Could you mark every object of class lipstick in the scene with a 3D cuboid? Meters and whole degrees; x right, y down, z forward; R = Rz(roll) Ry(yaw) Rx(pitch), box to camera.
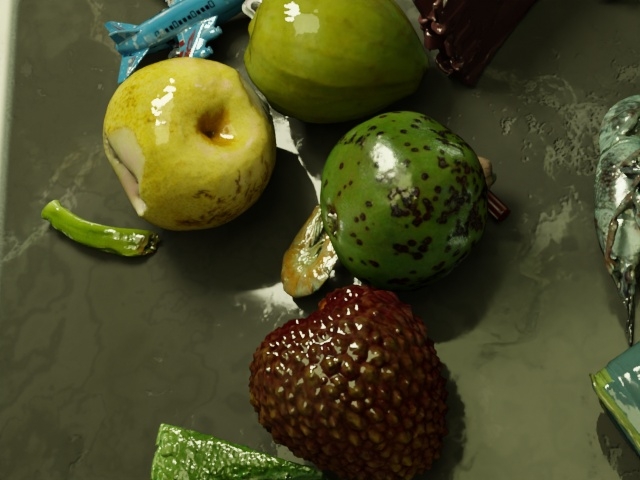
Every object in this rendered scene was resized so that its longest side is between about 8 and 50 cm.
[{"bbox_3d":[0.209,-0.094,1.681,0.027,0.027,0.176,-40,63,-3],"label":"lipstick"}]

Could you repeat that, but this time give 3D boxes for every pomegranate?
[{"bbox_3d":[0.123,-0.054,1.577,0.270,0.254,0.254,-20,59,-32],"label":"pomegranate"}]

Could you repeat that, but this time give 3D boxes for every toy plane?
[{"bbox_3d":[-0.217,-0.353,1.856,0.271,0.105,0.254,-19,66,6],"label":"toy plane"}]

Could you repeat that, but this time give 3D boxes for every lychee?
[{"bbox_3d":[0.049,0.199,1.501,0.271,0.271,0.271,-5,68,13],"label":"lychee"}]

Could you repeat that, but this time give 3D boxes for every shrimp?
[{"bbox_3d":[0.432,-0.046,1.522,0.137,0.172,0.372,-5,61,7],"label":"shrimp"},{"bbox_3d":[0.000,0.000,1.682,0.101,0.042,0.190,5,65,44],"label":"shrimp"}]

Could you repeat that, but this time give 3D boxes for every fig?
[{"bbox_3d":[0.027,-0.280,1.693,0.271,0.239,0.239,18,74,3],"label":"fig"}]

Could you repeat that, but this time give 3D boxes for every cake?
[{"bbox_3d":[-0.107,0.295,1.569,0.235,0.100,0.099,-7,67,13],"label":"cake"}]

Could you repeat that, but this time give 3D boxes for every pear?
[{"bbox_3d":[-0.197,-0.137,1.685,0.271,0.271,0.271,-5,68,13],"label":"pear"}]

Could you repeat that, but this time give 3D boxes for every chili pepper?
[{"bbox_3d":[-0.348,-0.012,1.791,0.201,0.050,0.052,18,111,19],"label":"chili pepper"}]

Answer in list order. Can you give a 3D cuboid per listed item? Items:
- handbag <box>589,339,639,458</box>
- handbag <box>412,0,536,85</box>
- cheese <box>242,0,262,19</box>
[{"bbox_3d":[0.489,0.207,1.380,0.241,0.222,0.263,-33,63,6],"label":"handbag"},{"bbox_3d":[0.228,-0.359,1.686,0.074,0.203,0.216,33,80,32],"label":"handbag"},{"bbox_3d":[-0.044,-0.419,1.815,0.137,0.064,0.227,38,59,2],"label":"cheese"}]
